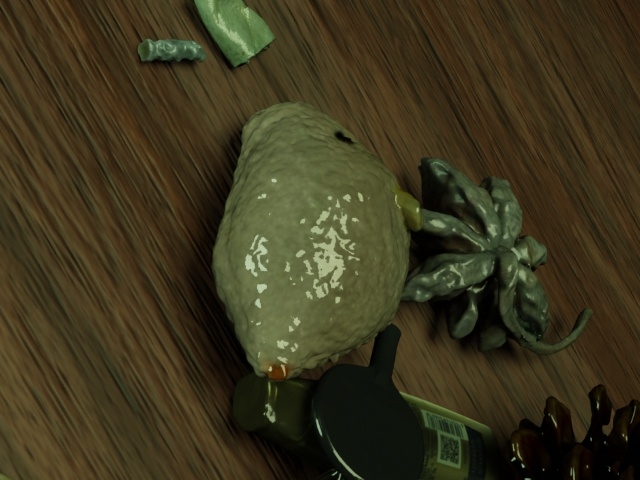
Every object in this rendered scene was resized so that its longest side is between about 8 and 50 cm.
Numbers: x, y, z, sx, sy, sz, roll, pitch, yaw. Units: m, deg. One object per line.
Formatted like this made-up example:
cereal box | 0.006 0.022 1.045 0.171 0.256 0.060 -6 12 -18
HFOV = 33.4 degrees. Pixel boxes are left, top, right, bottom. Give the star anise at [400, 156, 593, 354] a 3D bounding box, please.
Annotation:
star anise | 0.231 0.024 1.415 0.359 0.139 0.316 -21 93 -44

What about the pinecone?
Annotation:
pinecone | 0.383 0.352 1.248 0.397 0.397 0.398 18 61 -35

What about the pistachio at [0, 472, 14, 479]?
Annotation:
pistachio | -0.263 0.276 0.886 0.201 0.117 0.145 61 20 -14

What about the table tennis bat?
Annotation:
table tennis bat | 0.060 0.175 1.168 0.150 0.027 0.236 36 36 -16

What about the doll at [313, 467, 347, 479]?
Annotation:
doll | -0.031 0.307 1.107 0.165 0.057 0.139 -22 113 -20

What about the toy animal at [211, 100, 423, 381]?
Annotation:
toy animal | -0.001 0.006 1.183 0.226 0.188 0.358 27 55 -23

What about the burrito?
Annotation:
burrito | -0.110 -0.269 1.303 0.118 0.044 0.074 51 50 -16

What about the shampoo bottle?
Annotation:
shampoo bottle | 0.060 0.226 1.215 0.350 0.084 0.126 22 54 -33

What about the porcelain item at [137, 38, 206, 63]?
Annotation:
porcelain item | -0.169 -0.219 1.238 0.083 0.036 0.028 -5 107 -37
